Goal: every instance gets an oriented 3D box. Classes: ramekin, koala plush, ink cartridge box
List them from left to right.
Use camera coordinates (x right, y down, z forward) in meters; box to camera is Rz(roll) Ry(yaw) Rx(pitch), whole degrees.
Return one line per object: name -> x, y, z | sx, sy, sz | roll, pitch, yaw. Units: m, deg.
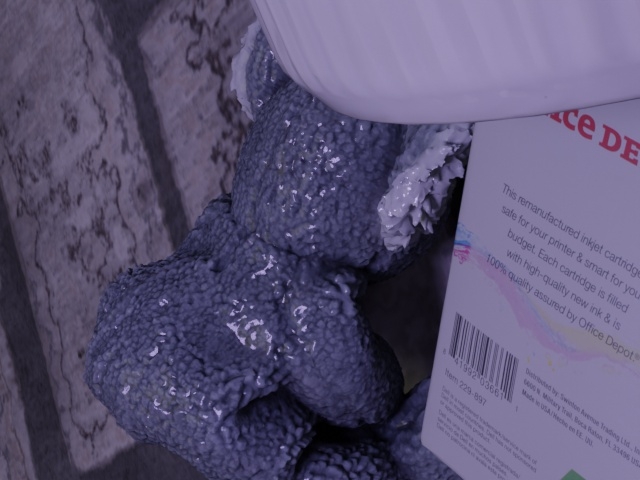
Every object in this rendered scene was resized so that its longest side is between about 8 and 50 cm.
koala plush -> 0.000, 0.000, 0.821 | 0.196, 0.203, 0.221 | 45, 122, 43
ramekin -> 0.089, -0.132, 0.563 | 0.273, 0.273, 0.127 | 13, 122, 57
ink cartridge box -> 0.133, 0.024, 0.680 | 0.154, 0.093, 0.212 | 37, 130, 48
